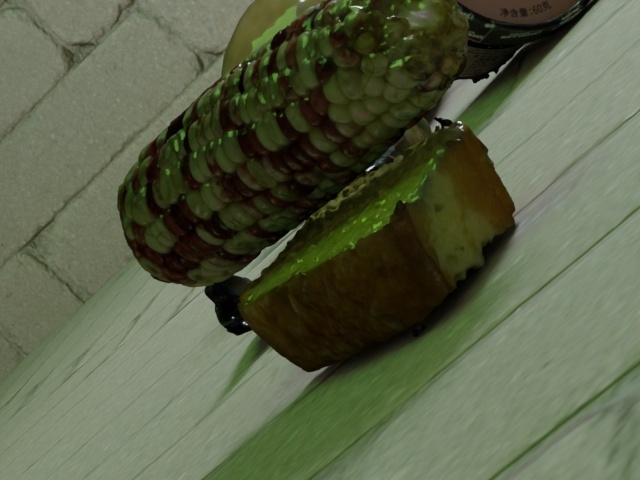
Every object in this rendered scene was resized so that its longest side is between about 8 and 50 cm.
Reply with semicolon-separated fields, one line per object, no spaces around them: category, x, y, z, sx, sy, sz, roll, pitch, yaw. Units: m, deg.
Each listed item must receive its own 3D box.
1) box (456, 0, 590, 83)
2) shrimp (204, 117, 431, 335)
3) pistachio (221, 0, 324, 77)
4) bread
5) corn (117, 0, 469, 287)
box;0.112;-0.193;1.391;0.151;0.151;0.135;-46;-2;-26
shrimp;-0.006;-0.005;1.223;0.178;0.075;0.289;-50;5;16
pistachio;0.010;-0.131;1.564;0.162;0.182;0.293;-2;24;16
bread;0.028;0.006;0.923;0.103;0.065;0.187;-45;4;-30
corn;-0.019;-0.054;0.952;0.253;0.086;0.086;-36;9;49
